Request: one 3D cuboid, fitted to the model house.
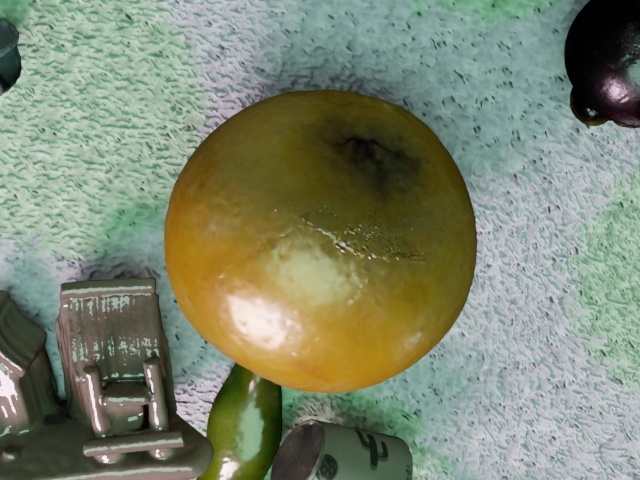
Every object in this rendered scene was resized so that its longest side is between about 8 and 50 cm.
[{"bbox_3d":[-0.218,0.123,1.666,0.229,0.122,0.188,-5,110,5],"label":"model house"}]

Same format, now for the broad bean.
[{"bbox_3d":[-0.081,0.156,1.719,0.098,0.056,0.318,-1,107,7],"label":"broad bean"}]

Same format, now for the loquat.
[{"bbox_3d":[0.000,0.000,1.540,0.263,0.263,0.263,0,113,0],"label":"loquat"}]

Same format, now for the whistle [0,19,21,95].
[{"bbox_3d":[-0.459,-0.124,1.539,0.404,0.168,0.188,-28,111,6],"label":"whistle"}]

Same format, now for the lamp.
[{"bbox_3d":[0.060,0.246,1.723,0.214,0.121,0.121,30,110,-24],"label":"lamp"}]

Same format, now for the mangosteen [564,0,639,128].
[{"bbox_3d":[0.270,-0.148,1.565,0.137,0.137,0.151,13,146,-6],"label":"mangosteen"}]
